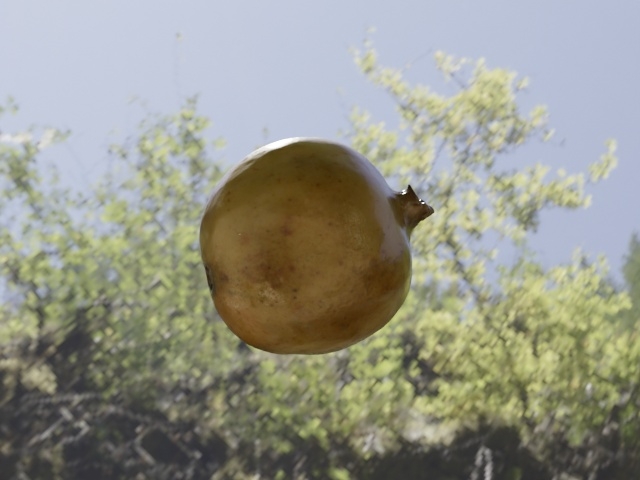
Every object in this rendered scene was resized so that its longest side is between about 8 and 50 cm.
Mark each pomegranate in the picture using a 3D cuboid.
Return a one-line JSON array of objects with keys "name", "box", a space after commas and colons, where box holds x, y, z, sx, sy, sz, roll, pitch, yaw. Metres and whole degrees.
[{"name": "pomegranate", "box": [0.000, 0.000, 1.184, 0.196, 0.196, 0.196, 12, -60, 22]}]
